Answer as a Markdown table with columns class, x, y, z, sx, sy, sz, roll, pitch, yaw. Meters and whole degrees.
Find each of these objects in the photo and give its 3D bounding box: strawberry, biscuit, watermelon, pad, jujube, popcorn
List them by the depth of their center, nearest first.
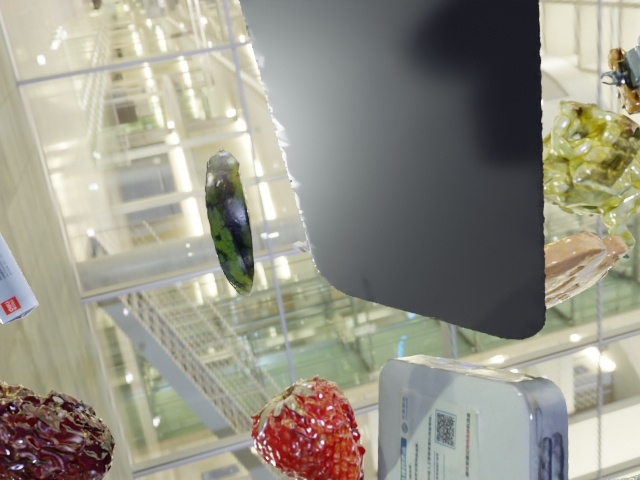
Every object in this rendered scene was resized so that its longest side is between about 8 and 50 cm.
| class | x | y | z | sx | sy | sz | roll | pitch | yaw |
| --- | --- | --- | --- | --- | --- | --- | --- | --- | --- |
| pad | 0.104 | -0.078 | 0.600 | 0.315 | 0.063 | 0.375 | 15 | -43 | 31 |
| jujube | -0.273 | 0.193 | 0.685 | 0.166 | 0.104 | 0.104 | 34 | 15 | -32 |
| watermelon | -0.135 | -0.029 | 1.155 | 0.119 | 0.063 | 0.245 | -38 | 116 | -86 |
| biscuit | 0.392 | 0.070 | 1.244 | 0.052 | 0.275 | 0.355 | 65 | 15 | 20 |
| strawberry | -0.001 | 0.385 | 1.382 | 0.244 | 0.205 | 0.205 | 55 | -10 | -5 |
| popcorn | 0.553 | -0.152 | 1.496 | 0.237 | 0.293 | 0.293 | -59 | -150 | 19 |

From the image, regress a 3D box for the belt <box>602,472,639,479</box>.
| class | x | y | z | sx | sy | sz | roll | pitch | yaw |
| --- | --- | --- | --- | --- | --- | --- | --- | --- | --- |
| belt | 0.568 | 0.523 | 1.289 | 0.150 | 0.257 | 0.207 | -33 | -127 | 33 |

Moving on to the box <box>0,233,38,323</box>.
| class | x | y | z | sx | sy | sz | roll | pitch | yaw |
| --- | --- | --- | --- | --- | --- | --- | --- | --- | --- |
| box | -0.634 | 0.019 | 1.369 | 0.135 | 0.079 | 0.269 | 27 | -39 | 47 |

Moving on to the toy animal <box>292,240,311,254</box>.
| class | x | y | z | sx | sy | sz | roll | pitch | yaw |
| --- | --- | --- | --- | --- | --- | --- | --- | --- | --- |
| toy animal | 0.004 | 0.005 | 1.840 | 0.085 | 0.124 | 0.071 | 51 | -28 | -15 |

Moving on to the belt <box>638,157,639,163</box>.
| class | x | y | z | sx | sy | sz | roll | pitch | yaw |
| --- | --- | --- | --- | --- | --- | --- | --- | --- | --- |
| belt | 0.613 | -0.193 | 1.248 | 0.053 | 0.232 | 0.071 | 42 | -29 | -10 |

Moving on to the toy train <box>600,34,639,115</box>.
| class | x | y | z | sx | sy | sz | roll | pitch | yaw |
| --- | --- | --- | --- | --- | --- | --- | --- | --- | --- |
| toy train | 0.440 | -0.197 | 0.869 | 0.127 | 0.219 | 0.089 | 69 | 11 | -64 |

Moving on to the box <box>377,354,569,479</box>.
| class | x | y | z | sx | sy | sz | roll | pitch | yaw |
| --- | --- | --- | --- | --- | --- | --- | --- | --- | --- |
| box | 0.232 | 0.403 | 1.206 | 0.396 | 0.111 | 0.396 | -1 | -93 | 61 |
